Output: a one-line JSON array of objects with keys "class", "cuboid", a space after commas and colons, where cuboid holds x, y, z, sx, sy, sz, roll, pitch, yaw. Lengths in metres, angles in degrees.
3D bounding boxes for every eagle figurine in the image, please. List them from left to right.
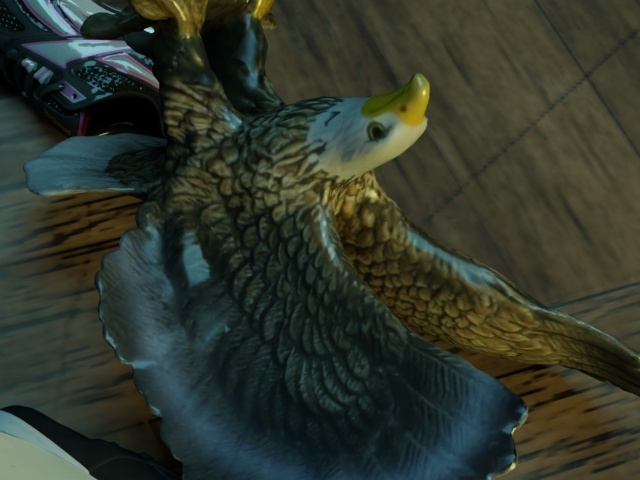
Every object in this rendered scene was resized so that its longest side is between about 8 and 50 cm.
[{"class": "eagle figurine", "cuboid": [0.003, -0.002, 0.841, 0.226, 0.225, 0.298, -28, 87, -6]}]

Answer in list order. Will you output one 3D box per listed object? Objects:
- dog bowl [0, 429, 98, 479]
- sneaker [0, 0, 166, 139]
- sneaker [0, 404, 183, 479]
[{"class": "dog bowl", "cuboid": [-0.146, 0.193, 0.655, 0.265, 0.104, 0.265, 28, 32, -19]}, {"class": "sneaker", "cuboid": [-0.137, -0.094, 0.976, 0.178, 0.072, 0.077, 13, 61, 6]}, {"class": "sneaker", "cuboid": [-0.047, 0.129, 0.818, 0.217, 0.079, 0.121, 39, 50, 10]}]
